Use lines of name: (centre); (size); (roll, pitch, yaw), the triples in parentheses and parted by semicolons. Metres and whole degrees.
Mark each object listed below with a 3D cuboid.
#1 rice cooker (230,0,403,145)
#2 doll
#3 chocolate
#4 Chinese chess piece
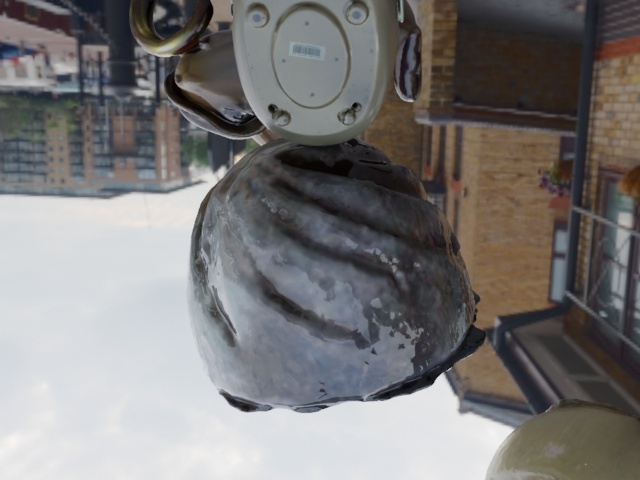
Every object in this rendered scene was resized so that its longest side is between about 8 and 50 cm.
rice cooker: (-0.004, -0.178, 0.597); (0.145, 0.206, 0.127); (0, -139, 5)
doll: (-0.053, -0.260, 0.918); (0.340, 0.317, 0.209); (-28, 179, 34)
chocolate: (0.000, 0.000, 0.712); (0.304, 0.212, 0.303); (-11, -155, 5)
Chinese chess piece: (0.371, 0.365, 0.905); (0.141, 0.337, 0.338); (-36, -149, -31)
